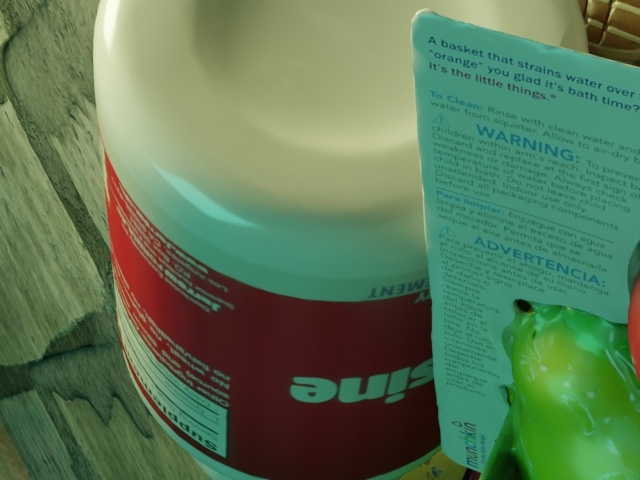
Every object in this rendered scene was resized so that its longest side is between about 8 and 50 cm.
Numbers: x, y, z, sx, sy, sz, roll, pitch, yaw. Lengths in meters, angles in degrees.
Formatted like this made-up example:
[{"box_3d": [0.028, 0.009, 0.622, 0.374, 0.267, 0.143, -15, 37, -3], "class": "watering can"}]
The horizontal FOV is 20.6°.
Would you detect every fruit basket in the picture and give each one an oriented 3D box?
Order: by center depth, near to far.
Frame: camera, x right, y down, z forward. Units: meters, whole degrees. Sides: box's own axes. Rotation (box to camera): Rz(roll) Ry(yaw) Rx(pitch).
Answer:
[{"box_3d": [0.196, 0.058, 0.712, 0.327, 0.165, 0.353, 18, 144, 18], "class": "fruit basket"}]

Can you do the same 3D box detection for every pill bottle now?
[{"box_3d": [0.000, 0.000, 0.959, 0.229, 0.229, 0.408, 52, 160, 21], "class": "pill bottle"}]

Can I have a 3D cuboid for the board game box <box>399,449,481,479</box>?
[{"box_3d": [0.082, 0.187, 1.179, 0.243, 0.165, 0.042, 50, 155, 26], "class": "board game box"}]

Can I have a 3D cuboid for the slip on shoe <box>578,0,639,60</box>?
[{"box_3d": [0.127, -0.126, 0.893, 0.135, 0.051, 0.041, 30, -178, 39], "class": "slip on shoe"}]

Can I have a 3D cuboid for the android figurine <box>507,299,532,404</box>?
[{"box_3d": [0.147, 0.141, 0.999, 0.248, 0.056, 0.273, 128, 139, -65], "class": "android figurine"}]
